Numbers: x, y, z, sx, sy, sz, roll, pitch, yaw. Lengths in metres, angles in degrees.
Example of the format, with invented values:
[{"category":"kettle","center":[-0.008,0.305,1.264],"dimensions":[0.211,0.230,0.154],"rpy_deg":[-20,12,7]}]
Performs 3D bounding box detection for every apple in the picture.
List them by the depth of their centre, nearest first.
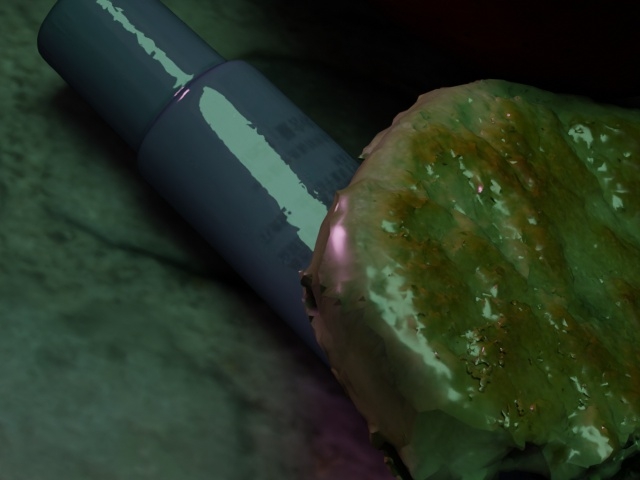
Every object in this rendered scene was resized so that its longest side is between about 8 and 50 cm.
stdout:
[{"category":"apple","center":[0.116,-0.239,1.049],"dimensions":[0.295,0.328,0.365],"rpy_deg":[-42,51,-16]}]

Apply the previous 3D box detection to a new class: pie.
[{"category":"pie","center":[0.151,0.042,0.938],"dimensions":[0.371,0.078,0.296],"rpy_deg":[19,47,-25]}]

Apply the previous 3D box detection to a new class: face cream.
[{"category":"face cream","center":[0.000,0.000,0.976],"dimensions":[0.385,0.086,0.135],"rpy_deg":[44,49,11]}]
